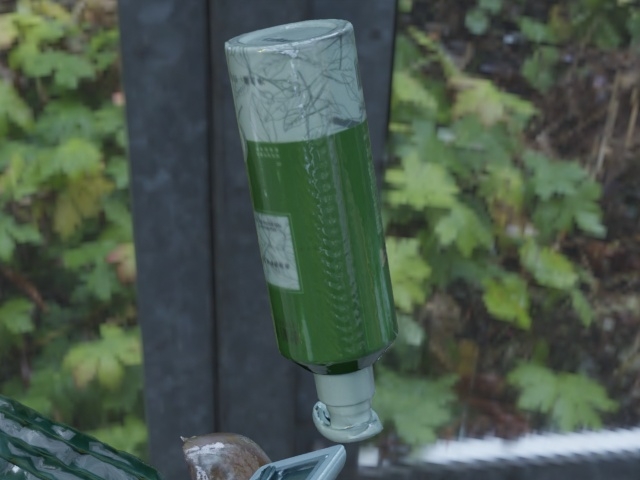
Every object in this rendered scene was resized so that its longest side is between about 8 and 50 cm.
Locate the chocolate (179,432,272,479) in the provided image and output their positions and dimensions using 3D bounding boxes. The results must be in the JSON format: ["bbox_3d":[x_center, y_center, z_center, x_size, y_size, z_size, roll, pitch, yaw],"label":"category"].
[{"bbox_3d":[-0.059,0.310,1.724,0.083,0.161,0.261,-20,85,5],"label":"chocolate"}]

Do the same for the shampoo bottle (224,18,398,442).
[{"bbox_3d":[0.000,0.000,0.801,0.065,0.205,0.065,-9,17,3],"label":"shampoo bottle"}]

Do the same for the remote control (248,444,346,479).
[{"bbox_3d":[-0.065,0.277,1.492,0.103,0.051,0.293,-19,17,30],"label":"remote control"}]

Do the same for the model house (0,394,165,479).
[{"bbox_3d":[-0.360,0.212,1.150,0.445,0.400,0.395,31,44,-14],"label":"model house"}]
